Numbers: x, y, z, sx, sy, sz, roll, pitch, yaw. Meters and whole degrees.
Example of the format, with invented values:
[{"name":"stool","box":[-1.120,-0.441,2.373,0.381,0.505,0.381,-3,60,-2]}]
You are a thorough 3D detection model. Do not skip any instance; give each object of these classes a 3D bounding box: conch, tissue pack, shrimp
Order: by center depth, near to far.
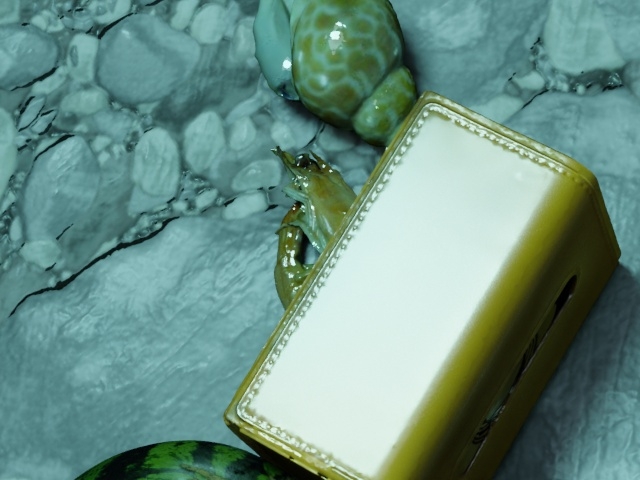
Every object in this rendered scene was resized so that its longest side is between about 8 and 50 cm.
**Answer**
[{"name":"tissue pack","box":[0.081,0.067,1.308,0.145,0.194,0.274,26,78,26]},{"name":"shrimp","box":[0.000,0.000,1.457,0.099,0.041,0.180,-35,62,18]},{"name":"conch","box":[0.015,-0.155,1.479,0.173,0.106,0.116,36,104,45]}]

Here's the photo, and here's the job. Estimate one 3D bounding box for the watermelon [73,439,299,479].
[{"name":"watermelon","box":[-0.081,0.269,1.243,0.269,0.269,0.269,-7,66,15]}]
